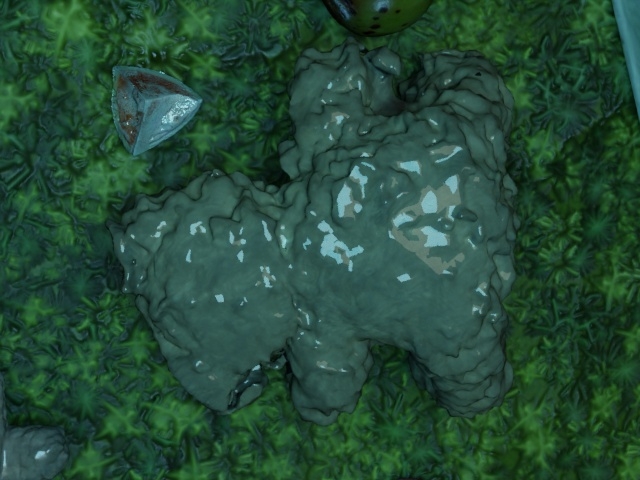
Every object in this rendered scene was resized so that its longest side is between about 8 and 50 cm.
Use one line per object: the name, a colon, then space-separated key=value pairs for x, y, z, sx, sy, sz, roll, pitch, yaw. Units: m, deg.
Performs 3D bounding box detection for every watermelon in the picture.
watermelon: x=-0.148 y=-0.123 z=0.987 sx=0.085 sy=0.061 sz=0.085 roll=0 pitch=95 yaw=-5

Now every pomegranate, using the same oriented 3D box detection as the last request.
pomegranate: x=0.061 y=-0.265 z=1.001 sx=0.129 sy=0.129 sz=0.159 roll=41 pitch=76 yaw=-13

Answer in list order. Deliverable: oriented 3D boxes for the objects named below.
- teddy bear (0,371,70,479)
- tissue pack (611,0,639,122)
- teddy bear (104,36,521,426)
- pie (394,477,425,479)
teddy bear: x=-0.326 y=0.214 z=0.918 sx=0.236 sy=0.151 sz=0.267 roll=-14 pitch=92 yaw=-20
tissue pack: x=0.526 y=-0.182 z=1.086 sx=0.404 sy=0.205 sz=0.332 roll=-17 pitch=98 yaw=-14
teddy bear: x=0.000 y=0.000 z=0.988 sx=0.367 sy=0.224 sz=0.358 roll=-2 pitch=96 yaw=0
pie: x=0.092 y=0.312 z=1.090 sx=0.154 sy=0.036 sz=0.155 roll=-1 pitch=94 yaw=-15
